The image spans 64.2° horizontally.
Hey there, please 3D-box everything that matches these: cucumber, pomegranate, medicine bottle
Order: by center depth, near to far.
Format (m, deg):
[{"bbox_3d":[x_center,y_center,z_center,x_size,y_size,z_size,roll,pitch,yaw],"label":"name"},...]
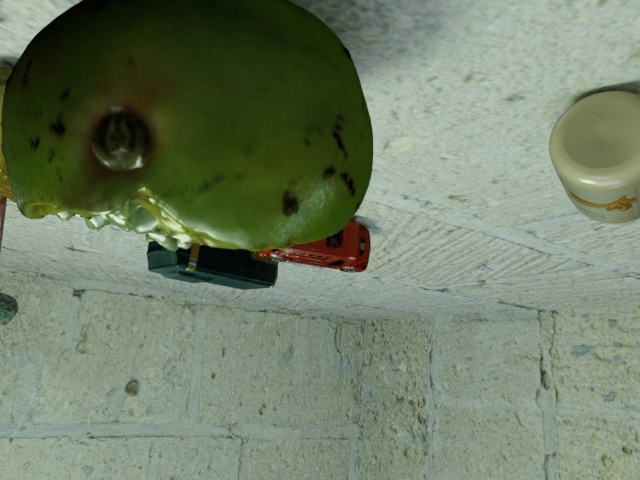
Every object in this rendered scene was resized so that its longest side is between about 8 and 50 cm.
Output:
[{"bbox_3d":[-0.102,-0.122,0.482,0.309,0.216,0.358,2,-164,9],"label":"pomegranate"},{"bbox_3d":[0.366,-0.082,0.636,0.114,0.114,0.252,-5,164,34],"label":"medicine bottle"},{"bbox_3d":[-0.605,0.119,0.917,0.064,0.064,0.112,2,164,10],"label":"cucumber"}]

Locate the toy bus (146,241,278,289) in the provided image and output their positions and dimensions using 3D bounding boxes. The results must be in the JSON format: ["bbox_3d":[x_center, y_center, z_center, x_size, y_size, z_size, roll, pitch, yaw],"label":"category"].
[{"bbox_3d":[-0.227,0.015,1.112,0.138,0.167,0.275,-8,160,44],"label":"toy bus"}]

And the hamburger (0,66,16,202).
[{"bbox_3d":[-0.362,-0.115,0.698,0.284,0.134,0.265,0,168,9],"label":"hamburger"}]

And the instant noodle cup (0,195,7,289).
[{"bbox_3d":[-0.691,-0.035,0.923,0.242,0.231,0.243,5,167,1],"label":"instant noodle cup"}]

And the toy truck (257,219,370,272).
[{"bbox_3d":[0.000,0.000,1.097,0.252,0.108,0.114,9,166,-18],"label":"toy truck"}]
